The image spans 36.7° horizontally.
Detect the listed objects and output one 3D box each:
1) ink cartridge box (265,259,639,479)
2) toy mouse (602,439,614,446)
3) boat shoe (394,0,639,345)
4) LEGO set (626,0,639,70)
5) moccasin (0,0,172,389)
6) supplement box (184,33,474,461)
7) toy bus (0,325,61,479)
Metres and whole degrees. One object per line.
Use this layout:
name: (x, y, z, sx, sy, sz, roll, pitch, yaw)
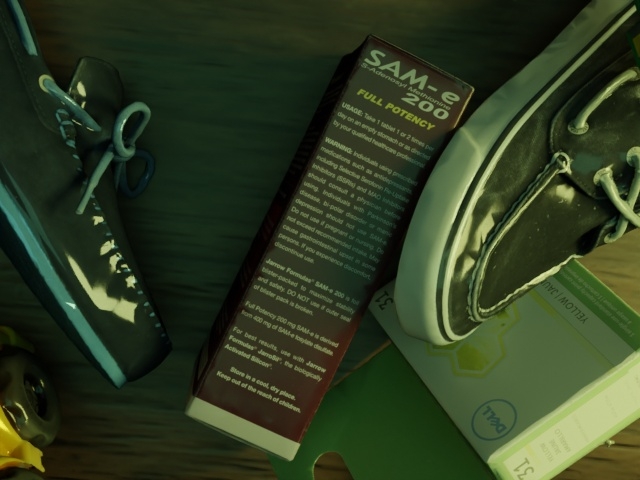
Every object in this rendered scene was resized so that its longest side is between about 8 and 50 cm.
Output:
ink cartridge box: (0.071, 0.095, 0.598, 0.235, 0.171, 0.056, -34, 126, -2)
toy mouse: (0.103, 0.177, 0.677, 0.161, 0.031, 0.143, 20, 93, -6)
boat shoe: (0.161, -0.047, 0.570, 0.301, 0.102, 0.108, -45, 139, -26)
LEGO set: (0.308, -0.165, 0.504, 0.331, 0.192, 0.254, 22, 49, -26)
moccasin: (-0.167, -0.079, 0.576, 0.117, 0.138, 0.342, -30, 97, -22)
supplement box: (0.000, 0.000, 0.601, 0.073, 0.130, 0.239, 25, 94, -7)
toy bus: (-0.249, 0.115, 0.513, 0.150, 0.220, 0.211, -22, 139, 6)
